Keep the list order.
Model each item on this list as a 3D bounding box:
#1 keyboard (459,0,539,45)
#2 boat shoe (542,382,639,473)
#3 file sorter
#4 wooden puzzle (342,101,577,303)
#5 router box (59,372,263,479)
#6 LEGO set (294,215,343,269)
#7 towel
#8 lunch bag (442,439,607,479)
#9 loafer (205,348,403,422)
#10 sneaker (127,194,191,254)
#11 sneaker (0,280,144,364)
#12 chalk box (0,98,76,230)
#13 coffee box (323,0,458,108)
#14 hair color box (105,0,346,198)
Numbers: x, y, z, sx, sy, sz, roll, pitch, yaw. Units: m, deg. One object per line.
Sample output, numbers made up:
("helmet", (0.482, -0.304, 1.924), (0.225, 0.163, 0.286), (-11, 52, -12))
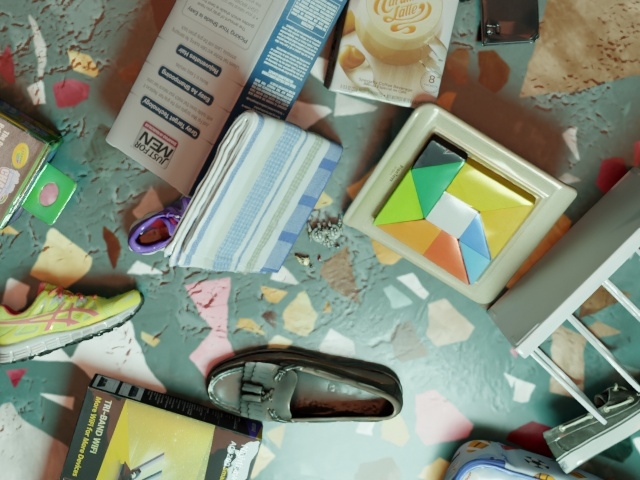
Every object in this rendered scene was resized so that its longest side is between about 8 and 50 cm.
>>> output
("keyboard", (0.227, -0.344, 1.869), (0.108, 0.023, 0.180), (-5, 98, -7))
("boat shoe", (0.399, 0.228, 1.920), (0.219, 0.078, 0.070), (-27, 75, -17))
("file sorter", (0.386, 0.074, 1.853), (0.277, 0.193, 0.173), (-45, 100, 5))
("wooden puzzle", (0.176, -0.040, 1.857), (0.238, 0.044, 0.221), (29, 125, -7))
("router box", (-0.236, 0.363, 1.934), (0.242, 0.081, 0.309), (17, 98, -4))
("LEGO set", (0.001, 0.002, 1.914), (0.054, 0.023, 0.083), (20, 98, -4))
("towel", (-0.077, -0.053, 1.789), (0.034, 0.285, 0.209), (33, 99, 22))
("lunch bag", (0.289, 0.420, 1.942), (0.303, 0.115, 0.243), (20, 100, -3))
("loafer", (-0.021, 0.200, 1.912), (0.267, 0.084, 0.096), (3, 99, -2))
("sneaker", (-0.175, -0.026, 1.882), (0.170, 0.071, 0.068), (-31, 98, 3))
("sneaker", (-0.336, 0.092, 1.894), (0.208, 0.081, 0.094), (-18, 86, -5))
("chalk box", (-0.415, -0.102, 1.835), (0.213, 0.132, 0.132), (32, 96, -7))
("coffee box", (0.099, -0.300, 1.832), (0.141, 0.098, 0.247), (11, 98, -5))
("hair color box", (-0.110, -0.230, 1.796), (0.174, 0.105, 0.347), (34, 99, 37))
